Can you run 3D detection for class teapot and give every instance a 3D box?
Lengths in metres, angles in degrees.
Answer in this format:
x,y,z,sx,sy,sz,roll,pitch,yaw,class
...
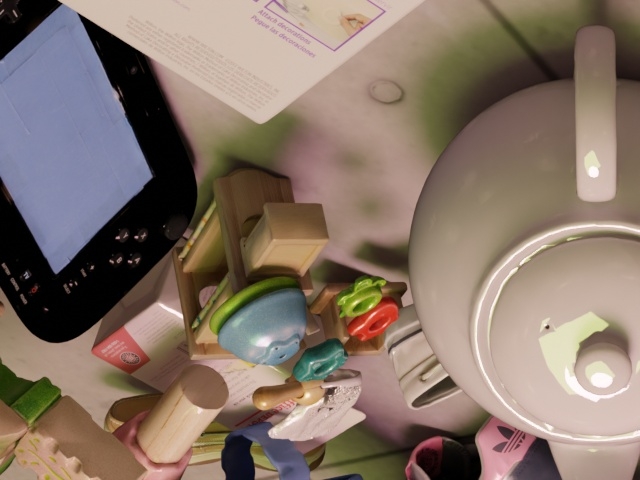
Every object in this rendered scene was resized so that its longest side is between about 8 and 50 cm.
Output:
x,y,z,sx,sy,sz,roll,pitch,yaw,class
0.169,0.028,1.172,0.256,0.187,0.252,40,113,-13,teapot

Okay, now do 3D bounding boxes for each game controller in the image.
x,y,z,sx,sy,sz,roll,pitch,yaw,class
-0.177,-0.070,1.244,0.067,0.166,0.319,19,149,30,game controller

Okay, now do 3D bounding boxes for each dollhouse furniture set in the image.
x,y,z,sx,sy,sz,roll,pitch,yaw,class
0.000,0.000,1.370,0.161,0.101,0.182,1,151,-24,dollhouse furniture set

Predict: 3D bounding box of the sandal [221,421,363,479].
x,y,z,sx,sy,sz,roll,pitch,yaw,class
0.012,0.247,1.527,0.317,0.138,0.126,32,155,-31,sandal

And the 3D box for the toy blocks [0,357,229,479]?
x,y,z,sx,sy,sz,roll,pitch,yaw,class
-0.286,0.168,1.410,0.288,0.309,0.260,41,133,2,toy blocks

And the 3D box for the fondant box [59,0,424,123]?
x,y,z,sx,sy,sz,roll,pitch,yaw,class
-0.029,-0.222,1.036,0.238,0.096,0.330,31,143,-22,fondant box

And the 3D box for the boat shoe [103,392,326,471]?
x,y,z,sx,sy,sz,roll,pitch,yaw,class
-0.088,0.146,1.610,0.190,0.068,0.072,3,133,0,boat shoe

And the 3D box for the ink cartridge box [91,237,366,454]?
x,y,z,sx,sy,sz,roll,pitch,yaw,class
-0.065,0.089,1.508,0.198,0.067,0.115,31,142,-20,ink cartridge box

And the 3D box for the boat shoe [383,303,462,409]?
x,y,z,sx,sy,sz,roll,pitch,yaw,class
0.151,0.057,1.339,0.226,0.076,0.083,-26,152,29,boat shoe

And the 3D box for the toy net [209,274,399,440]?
x,y,z,sx,sy,sz,roll,pitch,yaw,class
-0.003,0.079,1.368,0.122,0.045,0.232,-29,157,-6,toy net

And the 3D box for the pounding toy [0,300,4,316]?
x,y,z,sx,sy,sz,roll,pitch,yaw,class
-0.271,-0.021,1.299,0.094,0.206,0.181,24,150,24,pounding toy

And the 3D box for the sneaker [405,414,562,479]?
x,y,z,sx,sy,sz,roll,pitch,yaw,class
0.108,0.228,1.632,0.131,0.112,0.319,48,139,-7,sneaker
